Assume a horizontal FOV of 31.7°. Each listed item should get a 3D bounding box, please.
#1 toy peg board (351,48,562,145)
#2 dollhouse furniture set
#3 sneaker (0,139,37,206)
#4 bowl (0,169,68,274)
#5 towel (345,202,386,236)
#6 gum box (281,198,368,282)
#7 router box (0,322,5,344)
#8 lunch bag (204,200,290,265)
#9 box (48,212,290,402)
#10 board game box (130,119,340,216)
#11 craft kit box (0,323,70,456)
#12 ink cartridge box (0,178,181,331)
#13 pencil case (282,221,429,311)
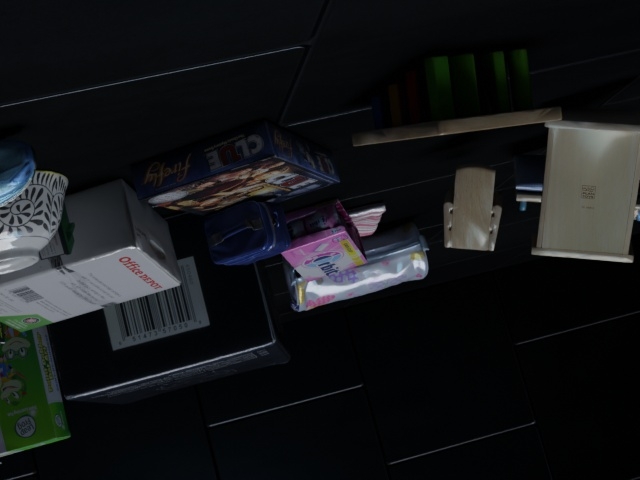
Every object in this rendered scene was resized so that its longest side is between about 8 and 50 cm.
[{"bbox_3d":[0.138,-0.151,1.186,0.161,0.079,0.161,-9,-175,-30],"label":"toy peg board"},{"bbox_3d":[0.333,-0.131,1.625,0.286,0.198,0.303,5,-154,8],"label":"dollhouse furniture set"},{"bbox_3d":[-0.325,-0.056,0.972,0.162,0.063,0.073,-13,168,-16],"label":"sneaker"},{"bbox_3d":[-0.340,-0.009,1.182,0.170,0.080,0.170,-15,172,-2],"label":"bowl"},{"bbox_3d":[0.035,-0.020,1.920,0.144,0.029,0.197,-15,171,-5],"label":"towel"},{"bbox_3d":[0.000,0.000,1.786,0.107,0.062,0.188,-18,160,8],"label":"gum box"},{"bbox_3d":[-0.445,0.075,1.392,0.038,0.122,0.092,-16,172,34],"label":"router box"},{"bbox_3d":[-0.088,-0.009,1.367,0.098,0.067,0.065,-21,170,29],"label":"lunch bag"},{"bbox_3d":[-0.217,0.106,1.683,0.294,0.212,0.395,-15,170,-2],"label":"box"},{"bbox_3d":[-0.090,-0.076,1.310,0.165,0.042,0.243,-18,171,16],"label":"board game box"},{"bbox_3d":[-0.523,0.210,1.702,0.250,0.246,0.061,-18,172,10],"label":"craft kit box"},{"bbox_3d":[-0.295,0.022,1.327,0.219,0.092,0.160,-17,159,7],"label":"ink cartridge box"},{"bbox_3d":[0.063,0.046,2.109,0.273,0.113,0.124,-13,151,-10],"label":"pencil case"}]
